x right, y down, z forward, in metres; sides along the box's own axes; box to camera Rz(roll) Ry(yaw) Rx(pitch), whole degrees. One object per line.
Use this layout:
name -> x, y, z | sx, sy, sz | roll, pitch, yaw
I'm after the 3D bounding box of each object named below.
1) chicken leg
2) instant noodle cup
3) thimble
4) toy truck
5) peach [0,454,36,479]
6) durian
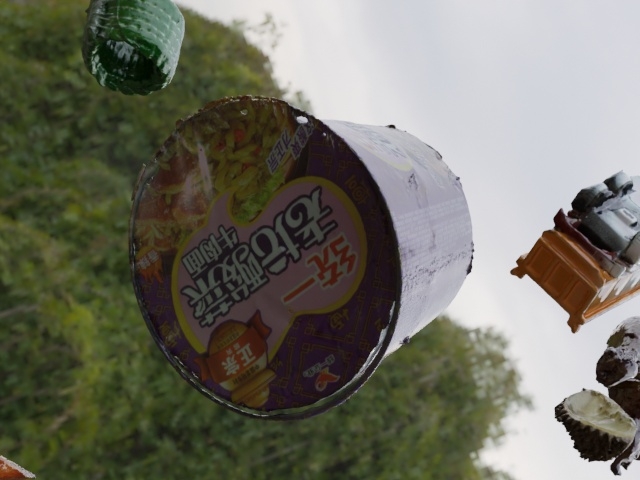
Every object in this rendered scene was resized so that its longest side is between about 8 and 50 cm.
chicken leg -> 0.383, 0.184, 1.595 | 0.083, 0.177, 0.322 | 13, -36, 26
instant noodle cup -> 0.000, 0.000, 1.415 | 0.266, 0.340, 0.340 | -17, 86, -57
thimble -> -0.221, -0.236, 1.522 | 0.130, 0.118, 0.090 | 48, 44, -53
toy truck -> 0.337, 0.000, 1.419 | 0.114, 0.270, 0.135 | 47, -49, 23
peach -> -0.518, 0.286, 1.787 | 0.279, 0.068, 0.189 | 36, -14, -25
durian -> 0.275, 0.181, 1.326 | 0.052, 0.066, 0.130 | 50, 4, -19
